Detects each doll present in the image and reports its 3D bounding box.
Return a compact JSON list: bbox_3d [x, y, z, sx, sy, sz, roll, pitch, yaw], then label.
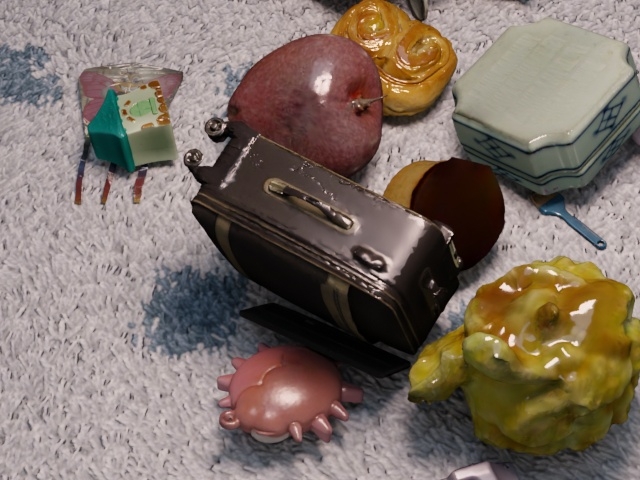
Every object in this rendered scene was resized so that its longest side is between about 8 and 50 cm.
[{"bbox_3d":[-0.043,0.222,1.756,0.211,0.093,0.262,31,43,31],"label":"doll"}]

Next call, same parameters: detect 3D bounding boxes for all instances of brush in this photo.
[{"bbox_3d":[0.428,-0.038,1.988,0.051,0.014,0.164,-34,59,-20],"label":"brush"}]

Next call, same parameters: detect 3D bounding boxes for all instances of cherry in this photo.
[{"bbox_3d":[-0.019,-0.224,2.019,0.307,0.221,0.261,-3,87,24],"label":"cherry"}]

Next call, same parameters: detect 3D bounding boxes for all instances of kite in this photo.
[{"bbox_3d":[-0.368,-0.211,2.159,0.204,0.022,0.360,0,52,0],"label":"kite"}]

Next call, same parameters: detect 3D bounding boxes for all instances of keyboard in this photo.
[{"bbox_3d":[-0.037,0.131,1.829,0.381,0.041,0.103,28,21,28],"label":"keyboard"}]

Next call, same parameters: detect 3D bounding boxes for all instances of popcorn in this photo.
[{"bbox_3d":[0.319,0.176,1.682,0.279,0.274,0.335,43,70,-2],"label":"popcorn"}]

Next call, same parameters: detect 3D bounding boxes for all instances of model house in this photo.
[{"bbox_3d":[-0.341,-0.200,2.076,0.149,0.100,0.127,-16,52,-6],"label":"model house"}]

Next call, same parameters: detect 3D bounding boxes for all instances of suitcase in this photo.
[{"bbox_3d":[0.000,0.000,1.756,0.434,0.283,0.194,26,75,23],"label":"suitcase"}]

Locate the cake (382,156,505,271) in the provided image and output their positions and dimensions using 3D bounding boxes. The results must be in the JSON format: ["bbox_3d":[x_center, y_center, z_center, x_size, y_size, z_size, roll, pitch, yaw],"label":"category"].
[{"bbox_3d":[0.181,-0.046,1.917,0.207,0.185,0.178,-51,26,-11],"label":"cake"}]

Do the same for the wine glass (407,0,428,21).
[{"bbox_3d":[0.289,-0.519,2.295,0.232,0.156,0.156,-18,53,-8],"label":"wine glass"}]

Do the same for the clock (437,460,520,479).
[{"bbox_3d":[0.186,0.420,1.596,0.253,0.083,0.186,-15,52,-9],"label":"clock"}]

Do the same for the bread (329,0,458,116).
[{"bbox_3d":[0.126,-0.333,2.143,0.236,0.120,0.198,34,70,10],"label":"bread"}]

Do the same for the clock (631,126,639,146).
[{"bbox_3d":[0.661,-0.217,2.037,0.254,0.189,0.189,-3,50,20],"label":"clock"}]

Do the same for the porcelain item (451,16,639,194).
[{"bbox_3d":[0.395,-0.234,2.016,0.281,0.157,0.286,29,69,40],"label":"porcelain item"}]
